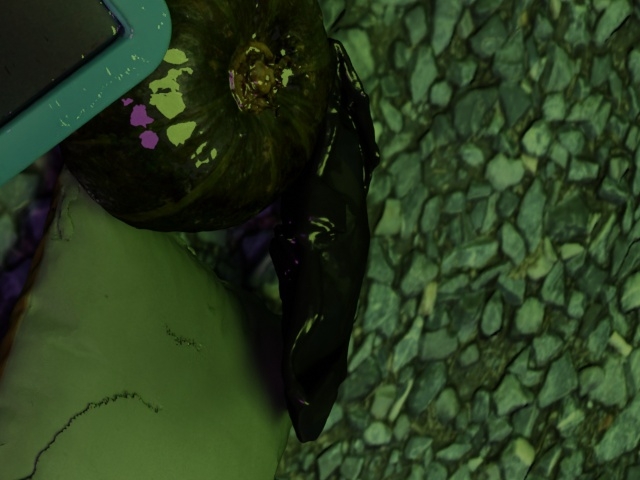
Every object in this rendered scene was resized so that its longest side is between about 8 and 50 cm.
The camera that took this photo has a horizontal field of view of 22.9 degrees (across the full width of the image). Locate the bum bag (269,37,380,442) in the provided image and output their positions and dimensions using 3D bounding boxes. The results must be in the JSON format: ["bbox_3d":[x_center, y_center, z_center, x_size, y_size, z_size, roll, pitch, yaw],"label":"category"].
[{"bbox_3d":[0.000,0.000,1.206,0.137,0.074,0.309,57,39,-76],"label":"bum bag"}]

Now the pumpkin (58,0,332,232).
[{"bbox_3d":[-0.091,-0.113,1.093,0.224,0.157,0.223,0,91,-51],"label":"pumpkin"}]

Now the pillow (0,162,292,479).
[{"bbox_3d":[-0.128,0.138,1.153,0.310,0.119,0.312,40,54,-45],"label":"pillow"}]

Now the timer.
[{"bbox_3d":[-0.233,-0.143,0.917,0.232,0.091,0.250,-38,111,-1],"label":"timer"}]
